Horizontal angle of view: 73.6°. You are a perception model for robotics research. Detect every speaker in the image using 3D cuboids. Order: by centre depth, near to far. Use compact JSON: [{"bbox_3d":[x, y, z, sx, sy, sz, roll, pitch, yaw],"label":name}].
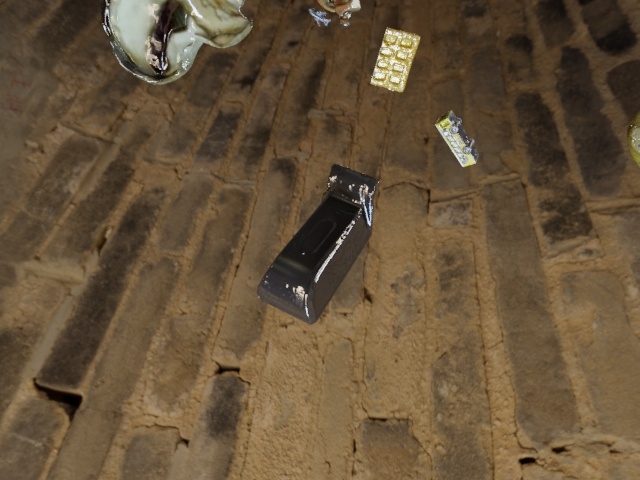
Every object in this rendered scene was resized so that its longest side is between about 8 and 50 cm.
[{"bbox_3d":[0.000,0.000,1.115,0.180,0.184,0.388,23,-124,20],"label":"speaker"}]

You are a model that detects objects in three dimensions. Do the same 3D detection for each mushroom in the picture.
[{"bbox_3d":[-0.252,-0.460,0.818,0.344,0.248,0.130,-52,-160,15],"label":"mushroom"}]

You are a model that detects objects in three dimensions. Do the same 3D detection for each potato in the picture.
[{"bbox_3d":[0.808,-0.237,1.028,0.113,0.251,0.149,-3,-104,58],"label":"potato"}]

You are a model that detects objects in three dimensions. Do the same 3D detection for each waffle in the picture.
[{"bbox_3d":[0.348,-0.848,2.011,0.168,0.274,0.057,12,-138,-2],"label":"waffle"}]

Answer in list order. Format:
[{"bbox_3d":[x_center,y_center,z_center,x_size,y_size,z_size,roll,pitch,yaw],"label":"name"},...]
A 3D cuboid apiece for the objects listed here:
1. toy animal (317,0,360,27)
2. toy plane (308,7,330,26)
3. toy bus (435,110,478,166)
[{"bbox_3d":[0.072,-0.581,0.901,0.158,0.097,0.312,22,-108,51],"label":"toy animal"},{"bbox_3d":[-0.004,-0.788,1.502,0.083,0.078,0.031,34,-105,-15],"label":"toy plane"},{"bbox_3d":[0.552,-0.406,1.707,0.074,0.226,0.081,-19,-149,46],"label":"toy bus"}]
